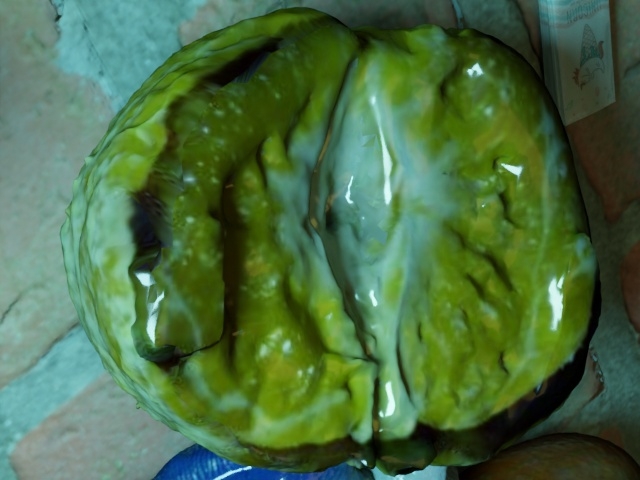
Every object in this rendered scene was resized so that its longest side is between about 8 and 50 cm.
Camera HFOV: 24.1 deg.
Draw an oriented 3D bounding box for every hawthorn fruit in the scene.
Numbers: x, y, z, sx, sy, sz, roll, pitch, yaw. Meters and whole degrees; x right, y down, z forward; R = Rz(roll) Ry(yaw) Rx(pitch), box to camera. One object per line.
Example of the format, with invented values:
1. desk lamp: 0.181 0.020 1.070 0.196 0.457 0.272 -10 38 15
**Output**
1. hawthorn fruit: 0.152 0.248 1.152 0.251 0.199 0.199 -3 111 -23

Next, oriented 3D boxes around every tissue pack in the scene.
1. tissue pack: 0.191 -0.144 1.112 0.056 0.023 0.108 -26 123 -24

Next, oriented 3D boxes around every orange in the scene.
1. orange: 0.000 0.000 0.921 0.368 0.210 0.271 3 91 -35

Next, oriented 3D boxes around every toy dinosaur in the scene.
1. toy dinosaur: -0.057 0.157 0.986 0.188 0.247 0.075 0 77 -55

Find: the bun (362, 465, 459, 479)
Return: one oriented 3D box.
1. bun: 0.055 0.149 1.087 0.083 0.141 0.141 -12 121 7
